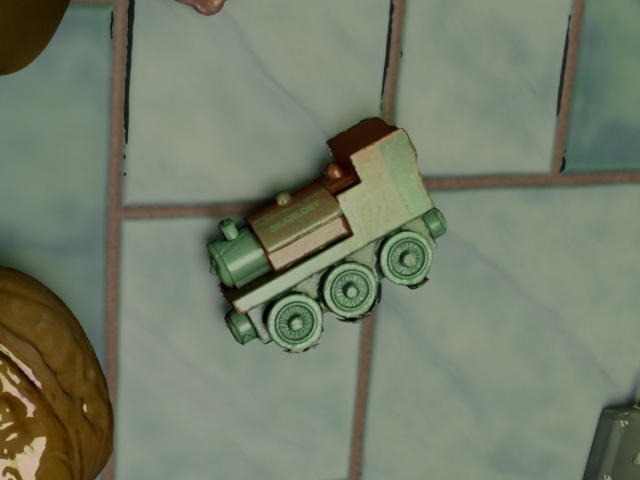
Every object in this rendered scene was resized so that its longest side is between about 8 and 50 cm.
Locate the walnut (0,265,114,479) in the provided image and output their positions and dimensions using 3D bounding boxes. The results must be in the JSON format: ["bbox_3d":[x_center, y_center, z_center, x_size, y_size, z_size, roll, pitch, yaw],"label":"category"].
[{"bbox_3d":[-0.210,0.096,0.789,0.144,0.144,0.180,-37,115,-8],"label":"walnut"}]

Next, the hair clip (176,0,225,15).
[{"bbox_3d":[-0.092,-0.224,0.788,0.123,0.102,0.138,-34,150,-8],"label":"hair clip"}]

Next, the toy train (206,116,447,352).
[{"bbox_3d":[0.000,0.000,0.886,0.176,0.074,0.118,-27,107,-8],"label":"toy train"}]

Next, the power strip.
[{"bbox_3d":[0.259,0.236,1.101,0.060,0.027,0.252,6,105,-24],"label":"power strip"}]

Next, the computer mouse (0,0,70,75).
[{"bbox_3d":[-0.257,-0.185,0.715,0.245,0.056,0.126,25,96,-27],"label":"computer mouse"}]
